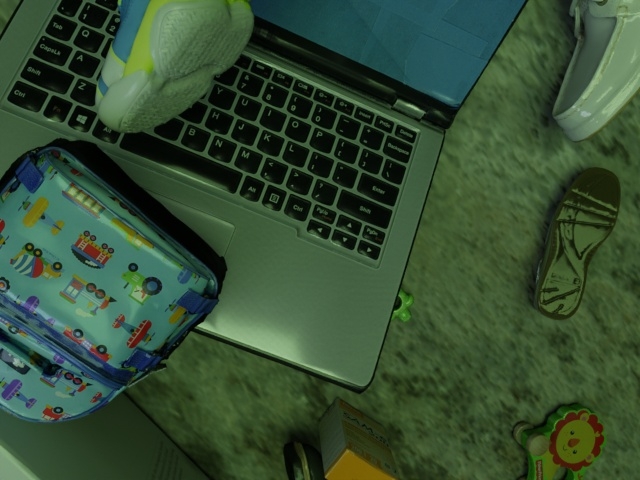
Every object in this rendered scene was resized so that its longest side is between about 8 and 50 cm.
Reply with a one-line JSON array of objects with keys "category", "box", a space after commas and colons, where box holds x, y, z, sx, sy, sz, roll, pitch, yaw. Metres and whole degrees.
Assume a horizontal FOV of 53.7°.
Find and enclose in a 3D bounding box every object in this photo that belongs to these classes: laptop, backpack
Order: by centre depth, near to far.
[{"category": "backpack", "box": [-0.169, 0.040, 0.414, 0.158, 0.117, 0.173, 44, 93, -12]}, {"category": "laptop", "box": [-0.046, -0.151, 0.453, 0.382, 0.236, 0.408, 22, 72, -8]}]

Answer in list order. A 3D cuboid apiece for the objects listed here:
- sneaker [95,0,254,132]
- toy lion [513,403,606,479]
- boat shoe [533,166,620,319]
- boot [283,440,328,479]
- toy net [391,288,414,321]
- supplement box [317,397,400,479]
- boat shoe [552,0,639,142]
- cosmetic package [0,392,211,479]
[{"category": "sneaker", "box": [-0.090, -0.189, 0.400, 0.126, 0.091, 0.240, 40, 98, 7]}, {"category": "toy lion", "box": [0.254, 0.223, 0.663, 0.096, 0.034, 0.100, -7, 101, -12]}, {"category": "boat shoe", "box": [0.247, 0.003, 0.621, 0.056, 0.048, 0.153, 16, 91, 4]}, {"category": "boot", "box": [0.048, 0.266, 0.634, 0.137, 0.077, 0.198, -19, 114, -7]}, {"category": "toy net", "box": [0.000, 0.000, 0.590, 0.122, 0.045, 0.232, -27, 101, 0]}, {"category": "supplement box", "box": [0.034, 0.199, 0.600, 0.062, 0.098, 0.036, 35, 98, -11]}, {"category": "boat shoe", "box": [0.260, -0.223, 0.556, 0.096, 0.098, 0.277, 26, 87, -9]}, {"category": "cosmetic package", "box": [-0.260, 0.179, 0.519, 0.155, 0.197, 0.365, -41, 100, 4]}]
